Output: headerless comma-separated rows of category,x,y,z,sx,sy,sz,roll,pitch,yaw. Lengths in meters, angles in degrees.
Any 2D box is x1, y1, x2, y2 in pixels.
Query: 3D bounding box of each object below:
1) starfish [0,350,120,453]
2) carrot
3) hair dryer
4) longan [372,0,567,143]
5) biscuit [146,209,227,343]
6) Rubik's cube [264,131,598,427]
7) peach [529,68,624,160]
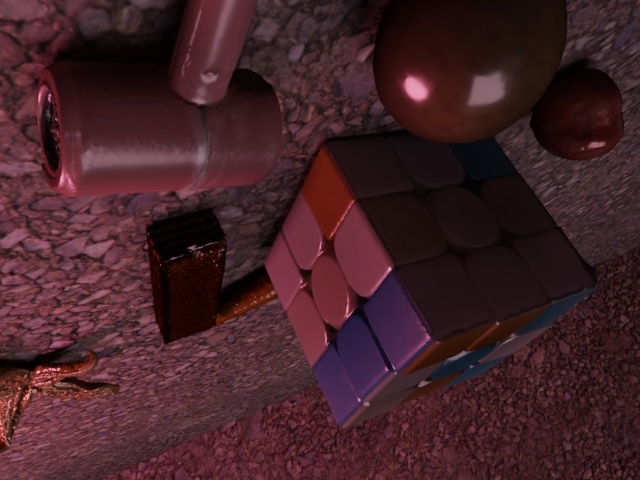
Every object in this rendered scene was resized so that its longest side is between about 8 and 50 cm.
starfish,-0.563,0.294,1.162,0.375,0.094,0.327,3,136,-39
carrot,-0.181,0.126,1.239,0.314,0.066,0.066,-26,159,11
hair dryer,-0.116,-0.184,0.524,0.210,0.125,0.352,-8,144,-35
longan,0.151,-0.201,0.637,0.197,0.196,0.220,-16,164,-22
biscuit,-0.231,0.074,1.040,0.107,0.073,0.388,-18,159,-21
Rubik's cube,0.155,0.053,1.009,0.347,0.347,0.344,-10,149,-30
peach,0.427,-0.212,1.022,0.152,0.152,0.152,-22,159,-9
